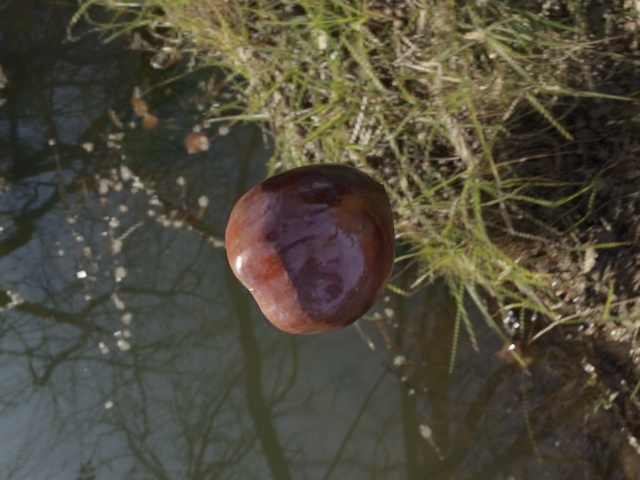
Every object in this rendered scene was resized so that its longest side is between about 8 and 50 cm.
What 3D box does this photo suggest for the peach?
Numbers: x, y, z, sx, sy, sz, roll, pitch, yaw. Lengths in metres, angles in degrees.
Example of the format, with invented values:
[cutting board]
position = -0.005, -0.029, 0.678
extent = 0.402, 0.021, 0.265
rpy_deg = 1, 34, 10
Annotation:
[peach]
position = 0.000, 0.000, 0.795
extent = 0.152, 0.152, 0.152
rpy_deg = 8, 105, 31
